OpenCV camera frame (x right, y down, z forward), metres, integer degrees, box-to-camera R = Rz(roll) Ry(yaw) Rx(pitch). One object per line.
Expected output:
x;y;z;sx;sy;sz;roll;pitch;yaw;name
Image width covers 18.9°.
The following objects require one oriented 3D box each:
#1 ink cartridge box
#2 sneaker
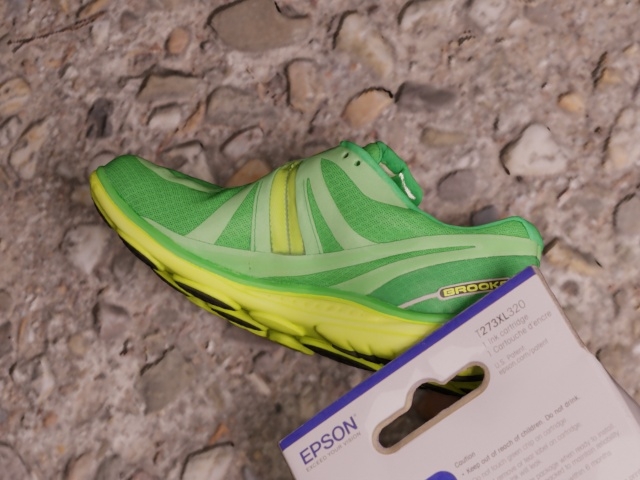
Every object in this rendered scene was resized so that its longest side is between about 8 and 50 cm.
0.131;0.208;0.945;0.175;0.069;0.371;-36;62;13;ink cartridge box
0.000;0.000;1.119;0.295;0.109;0.123;18;76;26;sneaker
